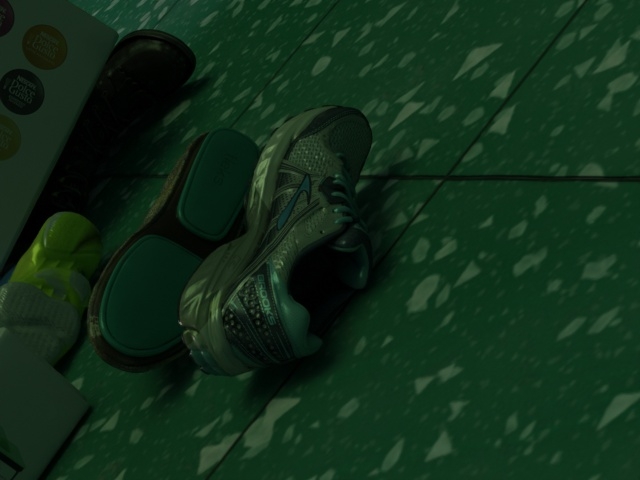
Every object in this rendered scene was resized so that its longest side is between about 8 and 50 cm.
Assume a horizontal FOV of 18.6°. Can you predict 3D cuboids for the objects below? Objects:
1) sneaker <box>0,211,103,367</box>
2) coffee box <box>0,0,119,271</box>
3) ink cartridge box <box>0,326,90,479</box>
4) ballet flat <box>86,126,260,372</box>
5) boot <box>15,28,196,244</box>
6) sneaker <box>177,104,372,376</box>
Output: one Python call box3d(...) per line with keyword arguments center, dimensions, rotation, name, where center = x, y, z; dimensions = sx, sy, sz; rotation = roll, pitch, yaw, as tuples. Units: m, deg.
box3d(center=(-0.293, 0.079, 1.953), dimensions=(0.126, 0.091, 0.240), rotation=(-45, 12, 38), name="sneaker")
box3d(center=(-0.482, -0.139, 2.150), dimensions=(0.338, 0.338, 0.334), rotation=(-23, 39, 63), name="coffee box")
box3d(center=(-0.364, 0.222, 1.750), dimensions=(0.201, 0.117, 0.278), rotation=(-12, 37, 52), name="ink cartridge box")
box3d(center=(-0.134, 0.027, 1.762), dimensions=(0.106, 0.108, 0.316), rotation=(-51, 6, 45), name="ballet flat")
box3d(center=(-0.259, -0.106, 2.228), dimensions=(0.263, 0.091, 0.229), rotation=(-30, 31, 40), name="boot")
box3d(center=(0.000, 0.000, 1.585), dimensions=(0.122, 0.110, 0.283), rotation=(-2, 45, 33), name="sneaker")
